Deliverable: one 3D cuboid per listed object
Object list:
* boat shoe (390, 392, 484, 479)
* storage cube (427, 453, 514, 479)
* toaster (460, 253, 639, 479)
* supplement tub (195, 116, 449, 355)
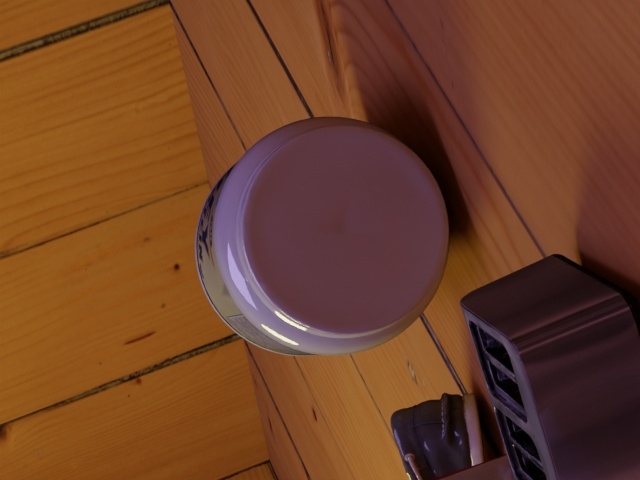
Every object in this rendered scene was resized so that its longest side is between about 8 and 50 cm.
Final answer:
[{"bbox_3d":[0.143,0.303,2.116,0.112,0.095,0.335,-87,-10,-54],"label":"boat shoe"},{"bbox_3d":[0.184,0.293,1.673,0.193,0.184,0.215,97,152,-67],"label":"storage cube"},{"bbox_3d":[0.196,0.117,1.451,0.186,0.110,0.168,-141,31,-71],"label":"toaster"},{"bbox_3d":[0.000,0.000,1.937,0.325,0.235,0.235,156,94,-80],"label":"supplement tub"}]
